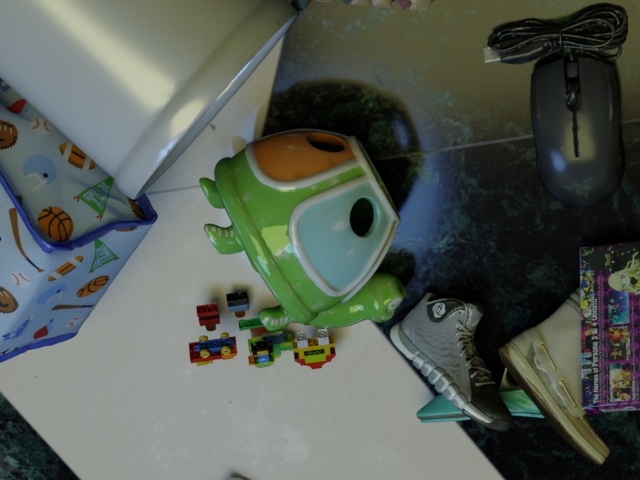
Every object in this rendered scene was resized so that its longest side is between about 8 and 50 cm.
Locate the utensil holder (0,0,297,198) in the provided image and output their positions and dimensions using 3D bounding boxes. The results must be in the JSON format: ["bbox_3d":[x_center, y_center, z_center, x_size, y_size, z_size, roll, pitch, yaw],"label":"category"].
[{"bbox_3d":[-0.279,-0.295,1.776,0.385,0.327,0.327,40,116,-4],"label":"utensil holder"}]

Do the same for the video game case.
[{"bbox_3d":[0.451,0.110,1.839,0.210,0.042,0.232,-8,67,27],"label":"video game case"}]

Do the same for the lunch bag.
[{"bbox_3d":[-0.461,-0.068,1.933,0.385,0.239,0.328,57,133,15],"label":"lunch bag"}]

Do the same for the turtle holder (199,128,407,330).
[{"bbox_3d":[-0.003,-0.002,1.889,0.227,0.243,0.320,-29,96,5],"label":"turtle holder"}]

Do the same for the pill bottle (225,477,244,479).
[{"bbox_3d":[-0.161,0.459,2.215,0.087,0.087,0.160,29,117,-1],"label":"pill bottle"}]

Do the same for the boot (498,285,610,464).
[{"bbox_3d":[0.374,0.188,1.931,0.165,0.077,0.213,-38,86,-7],"label":"boot"}]

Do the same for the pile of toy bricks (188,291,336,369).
[{"bbox_3d":[-0.087,0.150,2.064,0.212,0.118,0.105,-7,141,-1],"label":"pile of toy bricks"}]

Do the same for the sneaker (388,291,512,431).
[{"bbox_3d":[0.209,0.156,1.960,0.228,0.086,0.132,42,103,26],"label":"sneaker"}]

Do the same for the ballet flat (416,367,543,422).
[{"bbox_3d":[0.261,0.220,2.023,0.247,0.083,0.087,-4,88,15],"label":"ballet flat"}]

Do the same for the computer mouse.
[{"bbox_3d":[0.329,-0.160,1.830,0.188,0.072,0.272,-8,111,16],"label":"computer mouse"}]

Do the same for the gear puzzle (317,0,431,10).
[{"bbox_3d":[0.078,-0.464,1.761,0.175,0.044,0.339,4,115,-6],"label":"gear puzzle"}]
